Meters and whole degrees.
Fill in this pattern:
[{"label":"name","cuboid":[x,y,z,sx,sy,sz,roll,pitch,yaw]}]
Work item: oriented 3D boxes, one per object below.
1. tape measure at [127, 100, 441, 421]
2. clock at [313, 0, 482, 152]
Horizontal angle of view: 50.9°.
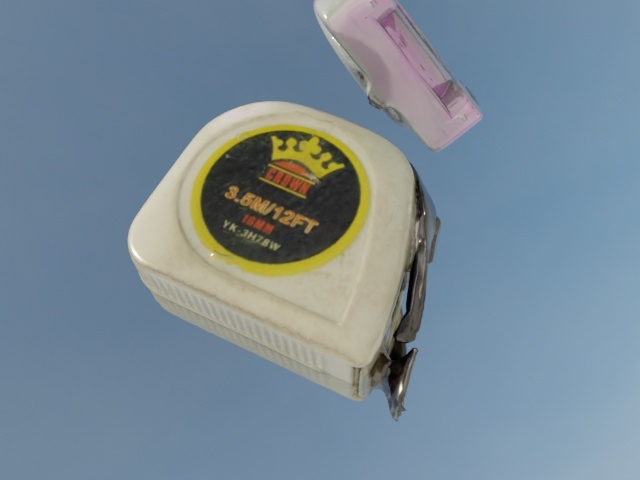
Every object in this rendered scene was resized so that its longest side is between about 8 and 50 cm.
[{"label":"tape measure","cuboid":[0.000,0.000,0.599,0.231,0.271,0.133,-58,-20,-26]},{"label":"clock","cuboid":[0.080,-0.233,0.802,0.090,0.247,0.227,-37,-63,17]}]
